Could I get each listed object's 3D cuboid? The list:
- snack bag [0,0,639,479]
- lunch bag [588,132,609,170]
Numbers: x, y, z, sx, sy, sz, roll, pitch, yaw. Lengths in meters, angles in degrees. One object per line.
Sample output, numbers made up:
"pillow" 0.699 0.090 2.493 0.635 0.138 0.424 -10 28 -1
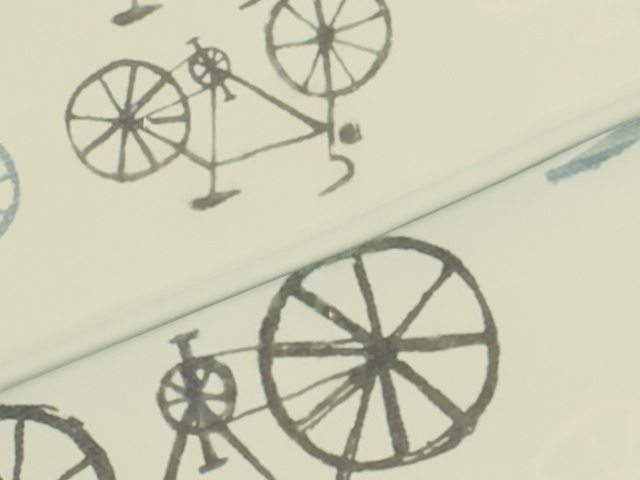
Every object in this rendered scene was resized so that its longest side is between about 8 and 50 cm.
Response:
"snack bag" 0.000 0.000 0.495 0.323 0.037 0.342 -23 90 11
"lunch bag" 0.170 -0.030 0.583 0.235 0.169 0.287 5 97 -8
